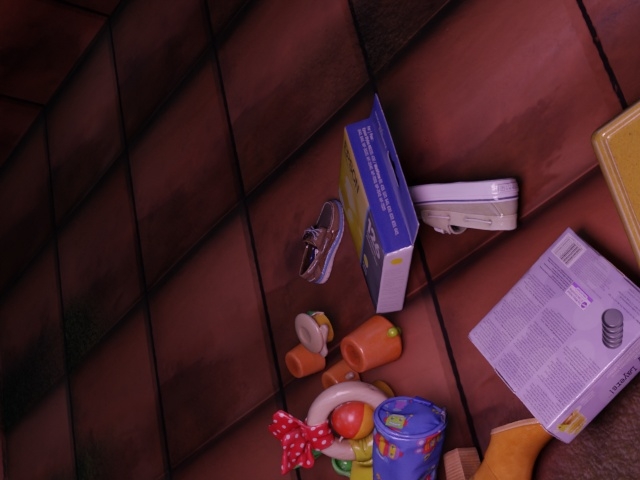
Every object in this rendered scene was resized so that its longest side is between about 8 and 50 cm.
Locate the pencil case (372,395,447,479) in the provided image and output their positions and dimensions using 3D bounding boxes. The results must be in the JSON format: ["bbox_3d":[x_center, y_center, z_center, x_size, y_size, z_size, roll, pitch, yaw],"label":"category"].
[{"bbox_3d":[0.151,0.402,1.765,0.119,0.133,0.306,21,127,32],"label":"pencil case"}]

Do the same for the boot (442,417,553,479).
[{"bbox_3d":[0.317,0.411,1.657,0.295,0.104,0.211,-40,57,46],"label":"boot"}]

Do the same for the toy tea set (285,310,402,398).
[{"bbox_3d":[0.057,0.222,2.052,0.336,0.124,0.200,20,126,49],"label":"toy tea set"}]

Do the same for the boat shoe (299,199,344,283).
[{"bbox_3d":[0.000,0.000,2.187,0.066,0.066,0.183,11,90,53],"label":"boat shoe"}]

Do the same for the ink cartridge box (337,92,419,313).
[{"bbox_3d":[0.103,-0.063,1.947,0.307,0.072,0.303,90,168,-58],"label":"ink cartridge box"}]

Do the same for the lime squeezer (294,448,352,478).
[{"bbox_3d":[0.027,0.455,2.046,0.310,0.059,0.110,16,93,52],"label":"lime squeezer"}]

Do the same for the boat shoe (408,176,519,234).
[{"bbox_3d":[0.235,-0.058,1.863,0.302,0.109,0.094,-2,93,57],"label":"boat shoe"}]

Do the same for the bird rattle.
[{"bbox_3d":[0.040,0.344,1.894,0.143,0.253,0.207,-86,21,-70],"label":"bird rattle"}]

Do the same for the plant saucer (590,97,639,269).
[{"bbox_3d":[0.546,-0.114,1.496,0.333,0.081,0.333,-40,52,41],"label":"plant saucer"}]

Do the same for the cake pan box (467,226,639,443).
[{"bbox_3d":[0.378,0.137,1.584,0.246,0.070,0.267,-48,36,8],"label":"cake pan box"}]
